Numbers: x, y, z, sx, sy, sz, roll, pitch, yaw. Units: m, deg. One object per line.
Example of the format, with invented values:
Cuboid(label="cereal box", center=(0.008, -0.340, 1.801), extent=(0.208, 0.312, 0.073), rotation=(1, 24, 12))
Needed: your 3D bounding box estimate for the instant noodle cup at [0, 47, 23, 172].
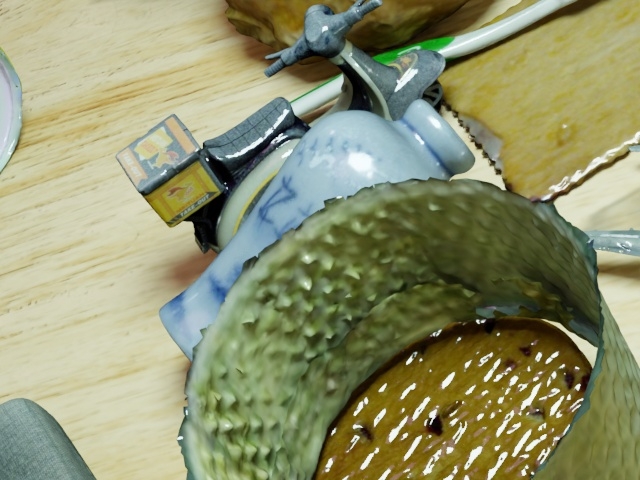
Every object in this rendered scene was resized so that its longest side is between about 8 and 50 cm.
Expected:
Cuboid(label="instant noodle cup", center=(-0.404, -0.137, 1.423), extent=(0.153, 0.205, 0.205), rotation=(9, 56, 27))

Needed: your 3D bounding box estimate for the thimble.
Cuboid(label="thimble", center=(0.066, 0.106, 0.858), extent=(0.271, 0.150, 0.270), rotation=(-18, 46, 19))

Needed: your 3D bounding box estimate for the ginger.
Cuboid(label="ginger", center=(0.003, -0.249, 1.279), extent=(0.321, 0.165, 0.172), rotation=(7, 61, 35))

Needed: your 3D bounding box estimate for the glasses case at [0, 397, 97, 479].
Cuboid(label="glasses case", center=(-0.193, 0.240, 1.008), extent=(0.131, 0.074, 0.323), rotation=(-41, 42, -6))

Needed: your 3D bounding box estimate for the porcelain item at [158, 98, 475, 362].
Cuboid(label="porcelain item", center=(0.000, 0.000, 1.071), extent=(0.259, 0.141, 0.141), rotation=(-40, 41, 4))

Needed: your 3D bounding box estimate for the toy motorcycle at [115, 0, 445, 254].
Cuboid(label="toy motorcycle", center=(-0.016, -0.089, 1.148), extent=(0.263, 0.157, 0.091), rotation=(-37, 43, -2))

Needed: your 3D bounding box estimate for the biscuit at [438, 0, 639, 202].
Cuboid(label="biscuit", center=(0.219, -0.148, 1.161), extent=(0.237, 0.013, 0.232), rotation=(-32, 40, 3))

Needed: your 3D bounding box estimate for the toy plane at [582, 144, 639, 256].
Cuboid(label="toy plane", center=(0.270, -0.015, 0.968), extent=(0.226, 0.058, 0.226), rotation=(-18, 47, 12))

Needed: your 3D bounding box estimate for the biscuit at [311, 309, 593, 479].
Cuboid(label="biscuit", center=(0.090, 0.137, 0.954), extent=(0.212, 0.036, 0.212), rotation=(-19, 44, 19))

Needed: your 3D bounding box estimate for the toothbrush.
Cuboid(label="toothbrush", center=(0.070, -0.151, 1.233), extent=(0.418, 0.040, 0.042), rotation=(-26, 16, 18))
